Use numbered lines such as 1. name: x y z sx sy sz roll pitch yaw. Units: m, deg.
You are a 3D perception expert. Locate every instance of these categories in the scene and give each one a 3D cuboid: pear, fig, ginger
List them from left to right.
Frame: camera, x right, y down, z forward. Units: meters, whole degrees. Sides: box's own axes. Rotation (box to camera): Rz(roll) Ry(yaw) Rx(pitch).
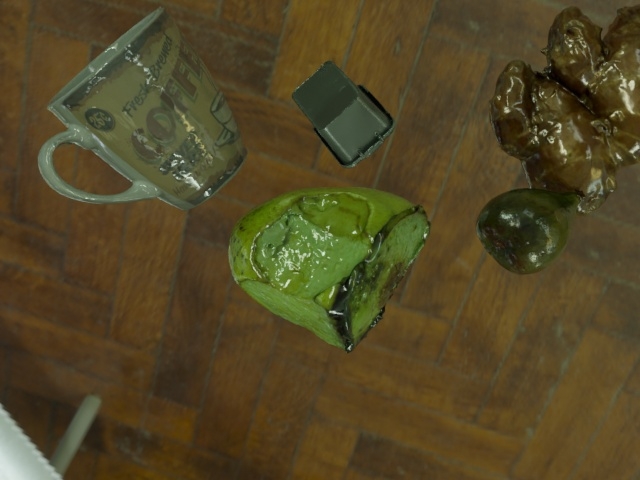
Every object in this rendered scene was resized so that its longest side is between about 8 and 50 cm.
1. pear: 0.000 0.000 1.591 0.255 0.238 0.164 26 160 29
2. fig: 0.328 -0.038 1.627 0.133 0.185 0.126 44 172 24
3. ginger: 0.434 -0.224 1.750 0.357 0.152 0.274 -44 90 3

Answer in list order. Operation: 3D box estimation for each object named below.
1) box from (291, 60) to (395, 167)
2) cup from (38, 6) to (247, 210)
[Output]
1. box: 0.024 -0.153 1.276 0.084 0.122 0.069 -42 130 5
2. cup: -0.260 -0.152 1.588 0.257 0.301 0.227 49 156 -15
